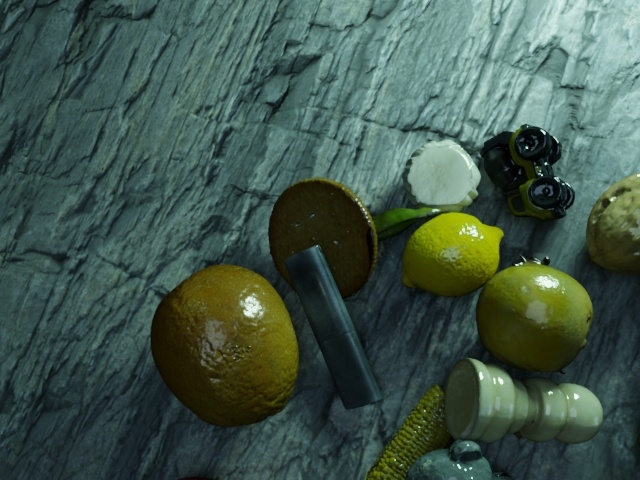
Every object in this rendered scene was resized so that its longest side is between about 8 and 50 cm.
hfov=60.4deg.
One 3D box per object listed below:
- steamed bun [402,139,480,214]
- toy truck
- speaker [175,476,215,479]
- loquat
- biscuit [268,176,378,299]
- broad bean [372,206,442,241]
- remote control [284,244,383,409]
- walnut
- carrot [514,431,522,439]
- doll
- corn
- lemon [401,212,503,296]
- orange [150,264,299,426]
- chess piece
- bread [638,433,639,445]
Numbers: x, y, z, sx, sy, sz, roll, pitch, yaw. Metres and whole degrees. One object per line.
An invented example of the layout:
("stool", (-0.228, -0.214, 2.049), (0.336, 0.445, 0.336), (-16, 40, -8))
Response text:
("steamed bun", (0.279, -0.139, 1.285), (0.183, 0.106, 0.182), (-3, 80, 18))
("toy truck", (0.462, -0.144, 1.239), (0.165, 0.147, 0.224), (-19, 78, 33))
("speaker", (-0.293, 0.693, 1.226), (0.294, 0.294, 0.294), (-2, 80, 12))
("loquat", (0.438, 0.151, 1.135), (0.244, 0.244, 0.243), (-2, 80, 12))
("biscuit", (0.000, 0.000, 1.298), (0.305, 0.038, 0.305), (7, 103, 31))
("broad bean", (0.123, -0.023, 1.293), (0.339, 0.077, 0.061), (-23, 99, 27))
("remote control", (0.028, 0.201, 1.271), (0.107, 0.044, 0.377), (-26, 85, 36))
("walnut", (0.664, -0.036, 1.139), (0.245, 0.198, 0.198), (-42, 74, 10))
("carrot", (0.391, 0.373, 1.202), (0.139, 0.048, 0.048), (37, 89, 18))
("doll", (0.280, 0.535, 1.117), (0.246, 0.340, 0.158), (-36, 32, 2))
("corn", (0.201, 0.464, 1.196), (0.115, 0.115, 0.318), (34, 88, 16))
("lemon", (0.287, 0.033, 1.212), (0.244, 0.187, 0.186), (-24, 76, 9))
("orange", (-0.205, 0.236, 1.223), (0.322, 0.322, 0.357), (-29, 87, 6))
("chess piece", (0.420, 0.342, 1.111), (0.300, 0.167, 0.167), (11, 82, -8))
("bread", (0.758, 0.412, 1.034), (0.274, 0.149, 0.274), (13, 109, 44))
